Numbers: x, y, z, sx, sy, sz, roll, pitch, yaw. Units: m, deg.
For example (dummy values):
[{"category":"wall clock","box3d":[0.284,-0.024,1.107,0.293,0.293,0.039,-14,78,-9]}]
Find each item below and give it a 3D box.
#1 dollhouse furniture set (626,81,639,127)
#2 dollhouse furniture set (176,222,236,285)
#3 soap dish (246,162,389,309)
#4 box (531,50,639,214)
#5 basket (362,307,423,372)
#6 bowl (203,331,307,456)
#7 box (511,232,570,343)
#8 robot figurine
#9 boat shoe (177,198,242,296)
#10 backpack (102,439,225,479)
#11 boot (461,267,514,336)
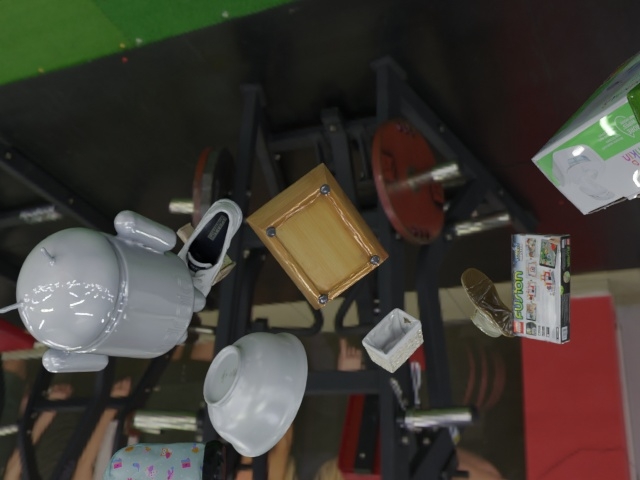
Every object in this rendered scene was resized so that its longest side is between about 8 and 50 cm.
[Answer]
[{"category":"dollhouse furniture set","box3d":[0.471,-0.161,0.692,0.151,0.301,0.197,58,155,-11]},{"category":"dollhouse furniture set","box3d":[-0.354,0.048,2.030,0.182,0.161,0.101,50,145,4]},{"category":"soap dish","box3d":[0.000,0.000,1.777,0.228,0.118,0.291,-36,107,2]},{"category":"box","box3d":[0.455,-0.176,1.015,0.127,0.231,0.262,46,165,0]},{"category":"basket","box3d":[0.231,0.314,2.326,0.113,0.167,0.103,28,151,43]},{"category":"bowl","box3d":[-0.172,0.328,1.695,0.134,0.298,0.297,28,145,-30]},{"category":"box","box3d":[0.431,0.090,1.461,0.036,0.207,0.114,-7,-172,-39]},{"category":"robot figurine","box3d":[-0.353,0.091,1.253,0.199,0.300,0.353,30,-174,34]},{"category":"boat shoe","box3d":[-0.237,0.037,1.437,0.095,0.258,0.084,25,-167,-2]},{"category":"backpack","box3d":[-0.237,0.369,1.132,0.181,0.152,0.115,0,142,-4]},{"category":"boot","box3d":[0.442,0.176,2.033,0.077,0.213,0.165,-38,176,-9]}]
